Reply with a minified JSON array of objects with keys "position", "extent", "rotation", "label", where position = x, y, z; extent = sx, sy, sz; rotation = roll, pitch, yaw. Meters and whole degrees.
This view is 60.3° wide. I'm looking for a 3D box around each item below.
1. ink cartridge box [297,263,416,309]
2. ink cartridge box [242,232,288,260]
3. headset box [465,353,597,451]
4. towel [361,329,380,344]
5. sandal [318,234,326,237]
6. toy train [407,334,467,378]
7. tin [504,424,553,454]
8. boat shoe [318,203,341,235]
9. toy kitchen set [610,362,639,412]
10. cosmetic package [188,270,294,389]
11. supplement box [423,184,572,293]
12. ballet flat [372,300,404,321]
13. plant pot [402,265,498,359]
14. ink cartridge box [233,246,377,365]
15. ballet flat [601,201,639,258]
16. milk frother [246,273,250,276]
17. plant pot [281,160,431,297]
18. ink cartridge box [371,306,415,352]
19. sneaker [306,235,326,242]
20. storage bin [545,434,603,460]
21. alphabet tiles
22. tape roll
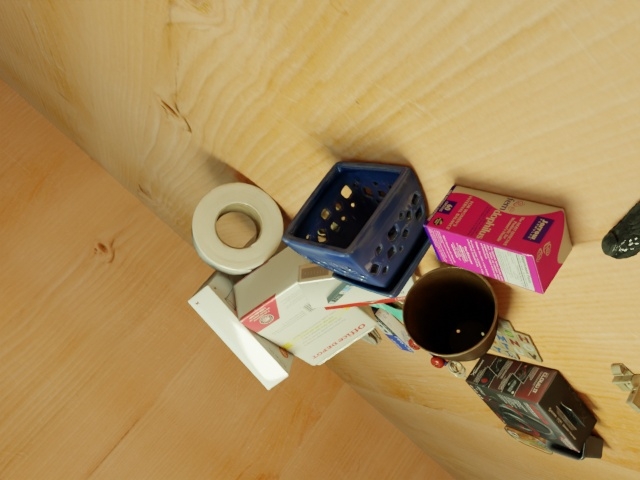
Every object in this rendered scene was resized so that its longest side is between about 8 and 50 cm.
[{"position":[0.117,0.138,1.514],"extent":[0.297,0.066,0.261],"rotation":[-9,142,14],"label":"ink cartridge box"},{"position":[-0.089,0.113,1.992],"extent":[0.310,0.130,0.271],"rotation":[22,154,40],"label":"ink cartridge box"},{"position":[0.578,0.437,1.501],"extent":[0.218,0.110,0.293],"rotation":[47,160,-20],"label":"headset box"},{"position":[0.119,0.309,2.179],"extent":[0.187,0.049,0.282],"rotation":[17,151,47],"label":"towel"},{"position":[0.000,0.000,1.727],"extent":[0.067,0.040,0.179],"rotation":[31,175,40],"label":"sandal"},{"position":[0.391,0.319,1.628],"extent":[0.248,0.105,0.143],"rotation":[39,148,1],"label":"toy train"},{"position":[0.721,0.676,1.898],"extent":[0.106,0.040,0.190],"rotation":[51,159,-19],"label":"tin"},{"position":[0.016,-0.045,1.526],"extent":[0.068,0.072,0.190],"rotation":[36,161,9],"label":"boat shoe"},{"position":[0.635,0.309,1.157],"extent":[0.068,0.075,0.083],"rotation":[41,157,-1],"label":"toy kitchen set"},{"position":[-0.235,0.262,1.801],"extent":[0.377,0.097,0.284],"rotation":[50,-164,-9],"label":"cosmetic package"},{"position":[0.314,-0.007,0.988],"extent":[0.220,0.111,0.114],"rotation":[20,153,43],"label":"supplement box"},{"position":[0.204,0.170,1.681],"extent":[0.247,0.083,0.087],"rotation":[26,133,35],"label":"ballet flat"},{"position":[0.337,0.205,1.328],"extent":[0.215,0.215,0.230],"rotation":[25,167,37],"label":"plant pot"},{"position":[-0.043,0.210,1.761],"extent":[0.385,0.279,0.160],"rotation":[42,-161,-41],"label":"ink cartridge box"},{"position":[0.467,-0.021,0.792],"extent":[0.173,0.049,0.057],"rotation":[102,161,-68],"label":"ballet flat"},{"position":[-0.174,0.115,1.842],"extent":[0.134,0.143,0.129],"rotation":[60,173,36],"label":"milk frother"},{"position":[0.101,-0.016,1.200],"extent":[0.236,0.236,0.212],"rotation":[15,155,50],"label":"plant pot"},{"position":[0.249,0.305,1.925],"extent":[0.207,0.046,0.097],"rotation":[44,162,-15],"label":"ink cartridge box"},{"position":[0.046,0.052,1.622],"extent":[0.129,0.111,0.297],"rotation":[38,174,30],"label":"sneaker"},{"position":[0.730,0.569,1.571],"extent":[0.091,0.098,0.135],"rotation":[16,169,-21],"label":"storage bin"},{"position":[0.462,0.250,1.457],"extent":[0.237,0.009,0.198],"rotation":[16,150,51],"label":"alphabet tiles"},{"position":[-0.264,-0.035,1.748],"extent":[0.286,0.286,0.100],"rotation":[41,160,-3],"label":"tape roll"}]
